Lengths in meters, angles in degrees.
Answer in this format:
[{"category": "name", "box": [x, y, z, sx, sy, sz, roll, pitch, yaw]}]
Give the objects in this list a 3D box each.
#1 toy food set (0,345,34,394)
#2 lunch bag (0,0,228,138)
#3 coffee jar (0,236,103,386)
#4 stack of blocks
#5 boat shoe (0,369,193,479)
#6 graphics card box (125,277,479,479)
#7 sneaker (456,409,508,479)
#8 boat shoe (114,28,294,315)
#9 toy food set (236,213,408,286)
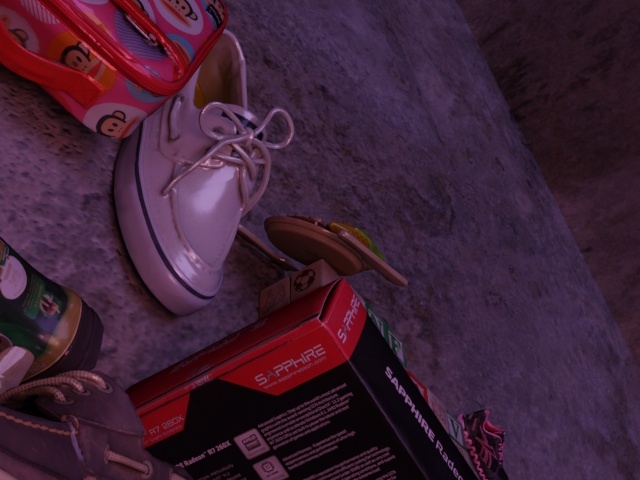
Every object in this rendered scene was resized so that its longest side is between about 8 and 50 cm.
[{"category": "toy food set", "box": [-0.302, 0.071, 0.782, 0.218, 0.071, 0.128, 43, 53, -35]}, {"category": "lunch bag", "box": [-0.241, -0.239, 1.157, 0.293, 0.120, 0.258, 43, 34, -14]}, {"category": "coffee jar", "box": [-0.245, 0.041, 0.888, 0.184, 0.096, 0.079, 47, 32, -34]}, {"category": "stack of blocks", "box": [0.054, 0.180, 1.387, 0.297, 0.087, 0.171, 46, 27, -34]}, {"category": "boat shoe", "box": [-0.180, 0.150, 0.782, 0.355, 0.132, 0.130, 59, 28, -55]}, {"category": "graphics card box", "box": [0.015, 0.237, 1.047, 0.371, 0.233, 0.094, 56, 22, -13]}, {"category": "sneaker", "box": [0.234, 0.283, 1.702, 0.119, 0.057, 0.047, 61, 20, -7]}, {"category": "boat shoe", "box": [-0.105, -0.093, 1.266, 0.136, 0.156, 0.367, 45, 27, -35]}, {"category": "toy food set", "box": [0.000, 0.000, 1.363, 0.132, 0.192, 0.038, 39, 67, -40]}]
